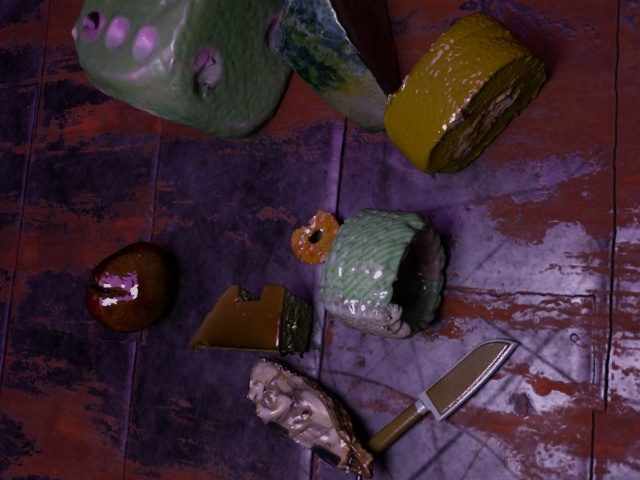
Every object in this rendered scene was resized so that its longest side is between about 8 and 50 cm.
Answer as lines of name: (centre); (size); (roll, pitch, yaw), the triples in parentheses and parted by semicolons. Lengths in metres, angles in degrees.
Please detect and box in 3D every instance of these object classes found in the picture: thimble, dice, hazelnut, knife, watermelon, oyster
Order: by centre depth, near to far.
thimble: (0.101, 0.057, 1.186); (0.150, 0.219, 0.218); (7, 87, 32)
knife: (0.194, 0.272, 1.205); (0.343, 0.027, 0.061); (-46, 50, 17)
watermelon: (0.052, -0.353, 1.303); (0.193, 0.310, 0.231); (-43, 24, 21)
oyster: (-0.019, 0.325, 1.315); (0.345, 0.079, 0.128); (27, 99, 41)
dice: (-0.263, -0.397, 1.432); (0.322, 0.330, 0.318); (26, 99, 32)
hazelnut: (-0.404, 0.099, 1.563); (0.178, 0.178, 0.204); (24, 91, 34)

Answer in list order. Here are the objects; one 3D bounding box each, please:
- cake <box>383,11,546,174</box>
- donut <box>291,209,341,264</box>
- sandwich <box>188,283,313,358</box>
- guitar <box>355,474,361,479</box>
cake: (0.223, -0.232, 1.171); (0.260, 0.179, 0.156); (-49, 59, 17)
donut: (0.000, 0.000, 1.368); (0.108, 0.043, 0.097); (-34, 65, 24)
sandwich: (-0.138, 0.159, 1.378); (0.236, 0.122, 0.128); (-2, 71, 32)
guitar: (0.060, 0.488, 1.265); (0.088, 0.025, 0.233); (-2, 82, 35)
